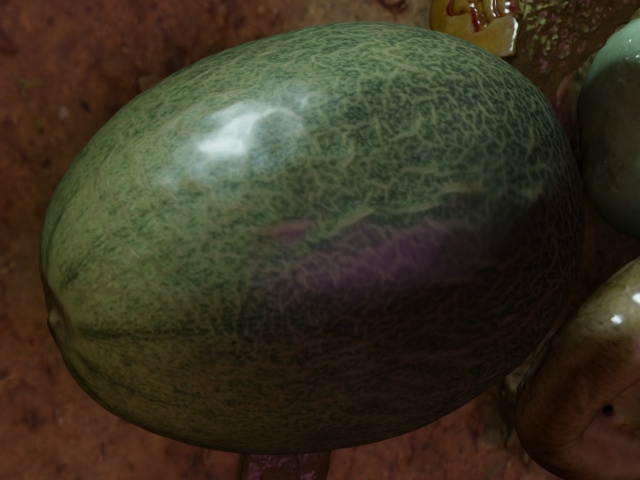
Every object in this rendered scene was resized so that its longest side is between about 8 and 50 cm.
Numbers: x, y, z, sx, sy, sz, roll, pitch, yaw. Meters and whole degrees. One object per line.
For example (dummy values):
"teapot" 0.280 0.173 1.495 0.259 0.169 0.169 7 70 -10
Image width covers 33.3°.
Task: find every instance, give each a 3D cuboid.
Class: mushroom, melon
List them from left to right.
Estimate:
"melon" 0.000 0.000 0.636 0.329 0.248 0.248 -14 104 -20
"mushroom" 0.275 0.088 0.834 0.278 0.146 0.278 -17 141 -15

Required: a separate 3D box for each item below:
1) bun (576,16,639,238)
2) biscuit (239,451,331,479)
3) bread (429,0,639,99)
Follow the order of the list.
"bun" 0.301 -0.090 0.863 0.195 0.118 0.195 -7 104 -29
"biscuit" -0.029 0.187 0.773 0.071 0.018 0.147 10 92 -29
"bread" 0.142 -0.163 0.760 0.156 0.125 0.086 -46 125 -14
